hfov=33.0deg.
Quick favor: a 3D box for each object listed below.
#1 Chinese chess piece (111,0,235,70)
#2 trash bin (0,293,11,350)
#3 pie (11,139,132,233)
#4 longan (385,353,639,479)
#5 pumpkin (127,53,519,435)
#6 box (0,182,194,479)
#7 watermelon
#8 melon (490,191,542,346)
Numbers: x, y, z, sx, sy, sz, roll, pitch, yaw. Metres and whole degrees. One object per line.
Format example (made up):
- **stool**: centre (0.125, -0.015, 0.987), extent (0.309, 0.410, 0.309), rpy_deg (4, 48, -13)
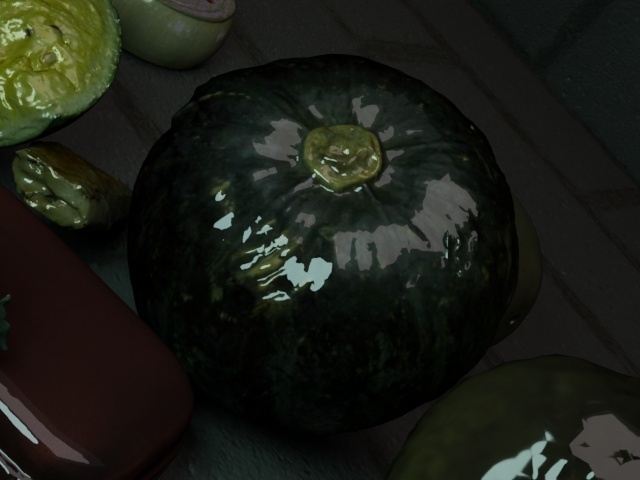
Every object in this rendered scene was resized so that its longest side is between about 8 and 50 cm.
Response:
- **Chinese chess piece**: centre (-0.265, -0.390, 1.712), extent (0.270, 0.112, 0.270), rpy_deg (28, 31, -19)
- **trash bin**: centre (-0.368, 0.065, 0.686), extent (0.259, 0.295, 0.381), rpy_deg (3, 21, 2)
- **pie**: centre (-0.279, -0.062, 1.228), extent (0.128, 0.068, 0.282), rpy_deg (39, 6, -3)
- **longan**: centre (0.245, 0.308, 1.080), extent (0.391, 0.391, 0.391), rpy_deg (29, 31, -20)
- **pumpkin**: centre (0.000, 0.000, 1.216), extent (0.454, 0.344, 0.455), rpy_deg (4, 53, -6)
- **box**: centre (-0.301, 0.086, 1.015), extent (0.404, 0.108, 0.263), rpy_deg (45, 27, 7)
- **watermelon**: centre (-0.398, -0.233, 1.160), extent (0.330, 0.189, 0.331), rpy_deg (30, 42, -32)
- **melon**: centre (0.151, 0.002, 1.507), extent (0.330, 0.269, 0.268), rpy_deg (45, 28, 27)
